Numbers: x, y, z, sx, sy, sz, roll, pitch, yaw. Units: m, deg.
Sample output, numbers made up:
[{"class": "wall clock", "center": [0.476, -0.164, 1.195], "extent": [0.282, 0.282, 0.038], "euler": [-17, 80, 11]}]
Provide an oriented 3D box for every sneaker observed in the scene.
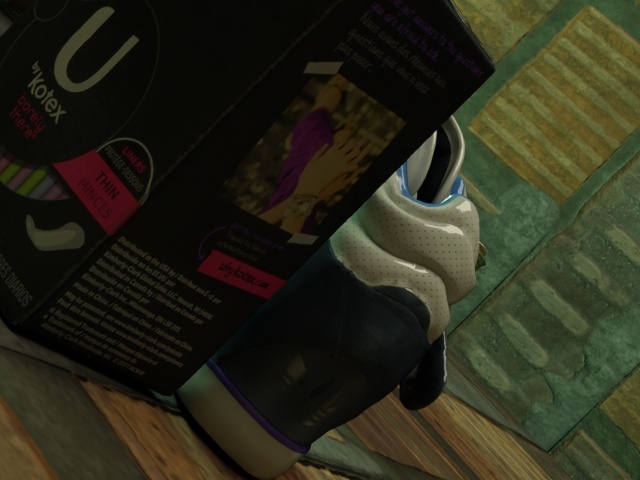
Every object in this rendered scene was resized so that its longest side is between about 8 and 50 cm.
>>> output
[{"class": "sneaker", "center": [0.000, 0.000, 0.896], "extent": [0.130, 0.236, 0.323], "euler": [43, 5, -24]}]

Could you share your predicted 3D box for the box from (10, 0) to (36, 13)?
[{"class": "box", "center": [-0.302, -0.352, 1.461], "extent": [0.168, 0.203, 0.167], "euler": [53, 5, 5]}]

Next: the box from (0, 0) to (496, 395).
[{"class": "box", "center": [-0.067, -0.074, 0.742], "extent": [0.165, 0.270, 0.143], "euler": [47, 5, 35]}]

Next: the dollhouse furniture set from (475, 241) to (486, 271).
[{"class": "dollhouse furniture set", "center": [-0.001, -0.017, 1.311], "extent": [0.301, 0.197, 0.151], "euler": [44, 3, 1]}]

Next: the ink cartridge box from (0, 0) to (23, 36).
[{"class": "ink cartridge box", "center": [-0.318, -0.212, 1.047], "extent": [0.303, 0.072, 0.307], "euler": [43, 7, -12]}]
